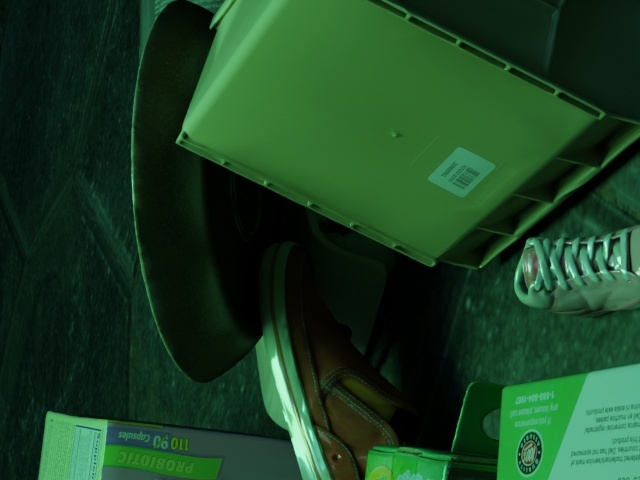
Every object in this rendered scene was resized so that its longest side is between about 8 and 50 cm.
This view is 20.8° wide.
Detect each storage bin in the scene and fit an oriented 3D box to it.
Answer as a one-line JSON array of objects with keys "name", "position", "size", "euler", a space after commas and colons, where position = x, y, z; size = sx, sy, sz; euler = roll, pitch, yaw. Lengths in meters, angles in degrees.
[{"name": "storage bin", "position": [0.066, -0.119, 1.220], "size": [0.262, 0.260, 0.123], "euler": [-46, 22, 56]}]

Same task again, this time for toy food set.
[{"name": "toy food set", "position": [0.000, 0.000, 1.598], "size": [0.306, 0.092, 0.219], "euler": [-100, 19, -47]}]

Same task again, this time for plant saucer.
[{"name": "plant saucer", "position": [-0.079, -0.041, 1.409], "size": [0.310, 0.050, 0.310], "euler": [-4, -90, -77]}]

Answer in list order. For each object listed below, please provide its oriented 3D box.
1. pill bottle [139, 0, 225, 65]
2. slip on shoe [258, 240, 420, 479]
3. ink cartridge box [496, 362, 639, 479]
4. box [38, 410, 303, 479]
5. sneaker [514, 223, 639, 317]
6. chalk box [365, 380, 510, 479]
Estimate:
[{"name": "pill bottle", "position": [-0.101, -0.232, 1.810], "size": [0.176, 0.176, 0.318], "euler": [129, 145, -53]}, {"name": "slip on shoe", "position": [0.026, 0.142, 1.362], "size": [0.123, 0.101, 0.331], "euler": [69, -179, -59]}, {"name": "ink cartridge box", "position": [0.185, 0.219, 0.939], "size": [0.211, 0.122, 0.289], "euler": [159, 118, -66]}, {"name": "box", "position": [-0.139, 0.233, 1.651], "size": [0.243, 0.214, 0.117], "euler": [173, 105, -69]}, {"name": "sneaker", "position": [0.174, 0.019, 1.132], "size": [0.134, 0.070, 0.051], "euler": [147, 131, -62]}, {"name": "chalk box", "position": [0.106, 0.201, 1.142], "size": [0.132, 0.132, 0.213], "euler": [170, 109, -68]}]
